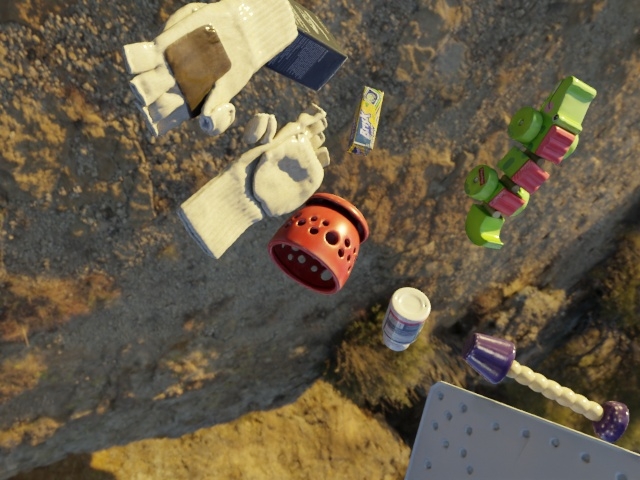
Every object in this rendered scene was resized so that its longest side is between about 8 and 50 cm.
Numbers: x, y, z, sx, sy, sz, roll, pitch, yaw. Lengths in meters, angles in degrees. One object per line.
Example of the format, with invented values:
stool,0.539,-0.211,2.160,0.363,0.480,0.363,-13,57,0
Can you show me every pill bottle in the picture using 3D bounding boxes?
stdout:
pill bottle,0.225,0.220,1.579,0.108,0.108,0.180,-20,146,-23

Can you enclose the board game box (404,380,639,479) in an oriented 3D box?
board game box,0.244,0.412,0.686,0.050,0.390,0.390,22,82,-38

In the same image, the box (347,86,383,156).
box,0.116,-0.307,1.504,0.054,0.169,0.059,15,164,-11

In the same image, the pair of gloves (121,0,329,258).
pair of gloves,-0.075,-0.120,0.589,0.204,0.042,0.240,-38,127,-28

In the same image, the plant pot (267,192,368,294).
plant pot,0.000,0.000,1.322,0.174,0.191,0.191,-59,159,-27

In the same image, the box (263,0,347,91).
box,-0.066,-0.428,1.227,0.108,0.153,0.207,-44,151,25

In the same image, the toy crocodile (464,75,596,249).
toy crocodile,0.377,-0.137,1.066,0.115,0.105,0.341,24,113,-26

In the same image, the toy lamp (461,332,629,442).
toy lamp,0.364,0.235,0.957,0.080,0.274,0.080,-62,-178,3
